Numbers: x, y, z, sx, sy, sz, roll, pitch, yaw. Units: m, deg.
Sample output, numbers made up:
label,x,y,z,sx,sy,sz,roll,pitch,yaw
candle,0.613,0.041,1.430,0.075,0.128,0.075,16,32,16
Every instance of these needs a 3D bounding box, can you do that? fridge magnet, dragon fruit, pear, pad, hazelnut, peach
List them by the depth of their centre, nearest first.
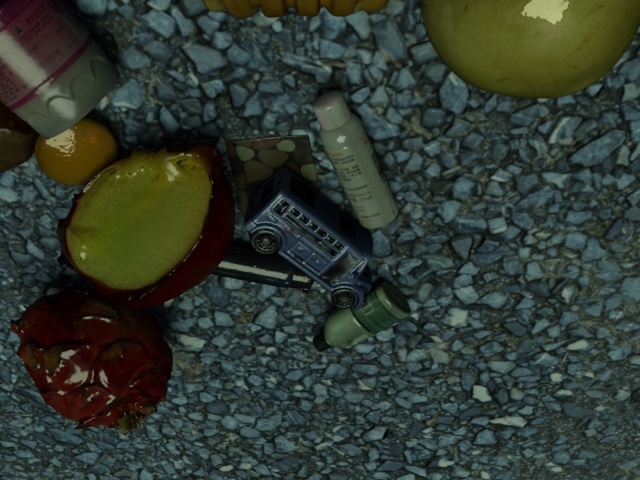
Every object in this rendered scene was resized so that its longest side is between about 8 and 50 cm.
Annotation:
label,x,y,z,sx,sy,sz,roll,pitch,yaw
pear,0.292,-0.337,1.004,0.310,0.309,0.309,1,129,2
hazelnut,-0.562,-0.194,1.273,0.143,0.143,0.154,34,115,-22
fridge magnet,-0.434,-0.161,1.313,0.143,0.063,0.143,-12,135,-12
peach,-0.279,-0.037,1.338,0.362,0.201,0.257,-43,75,15
pad,-0.081,-0.095,1.399,0.158,0.003,0.234,-5,128,7
dragon fruit,-0.461,0.240,1.521,0.277,0.277,0.342,-37,88,28

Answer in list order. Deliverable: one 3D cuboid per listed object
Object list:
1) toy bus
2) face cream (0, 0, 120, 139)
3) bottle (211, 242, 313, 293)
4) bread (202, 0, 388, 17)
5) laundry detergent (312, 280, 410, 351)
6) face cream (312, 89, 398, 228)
label,x,y,z,sx,sy,sz,roll,pitch,yaw
toy bus,0.000,0.000,1.389,0.292,0.125,0.133,38,118,-22
face cream,-0.442,-0.284,1.156,0.175,0.175,0.195,-28,121,23
bottle,-0.128,0.046,1.475,0.245,0.072,0.082,12,87,-6
bread,-0.026,-0.409,1.068,0.312,0.121,0.172,-1,128,2
laundry detergent,0.076,0.174,1.566,0.226,0.070,0.099,-35,126,26
face cream,0.060,-0.143,1.304,0.082,0.082,0.269,-16,127,15
